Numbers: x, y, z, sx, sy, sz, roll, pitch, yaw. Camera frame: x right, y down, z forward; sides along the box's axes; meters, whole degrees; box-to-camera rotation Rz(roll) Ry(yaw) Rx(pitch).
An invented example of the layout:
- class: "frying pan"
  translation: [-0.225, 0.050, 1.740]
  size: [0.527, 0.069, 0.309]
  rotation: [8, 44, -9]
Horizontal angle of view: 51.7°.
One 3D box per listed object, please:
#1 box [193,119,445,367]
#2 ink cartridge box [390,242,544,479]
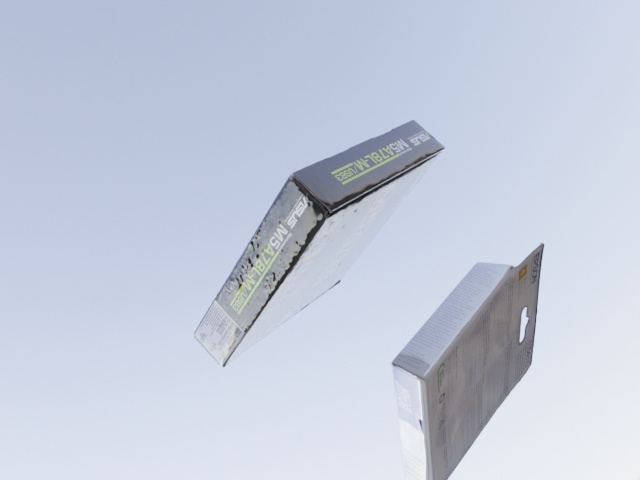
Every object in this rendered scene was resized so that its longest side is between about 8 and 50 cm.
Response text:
- class: "box"
  translation: [0.000, 0.000, 0.544]
  size: [0.184, 0.045, 0.190]
  rotation: [-28, -21, -50]
- class: "ink cartridge box"
  translation: [0.164, 0.136, 0.722]
  size: [0.224, 0.045, 0.223]
  rotation: [-40, -42, -31]
